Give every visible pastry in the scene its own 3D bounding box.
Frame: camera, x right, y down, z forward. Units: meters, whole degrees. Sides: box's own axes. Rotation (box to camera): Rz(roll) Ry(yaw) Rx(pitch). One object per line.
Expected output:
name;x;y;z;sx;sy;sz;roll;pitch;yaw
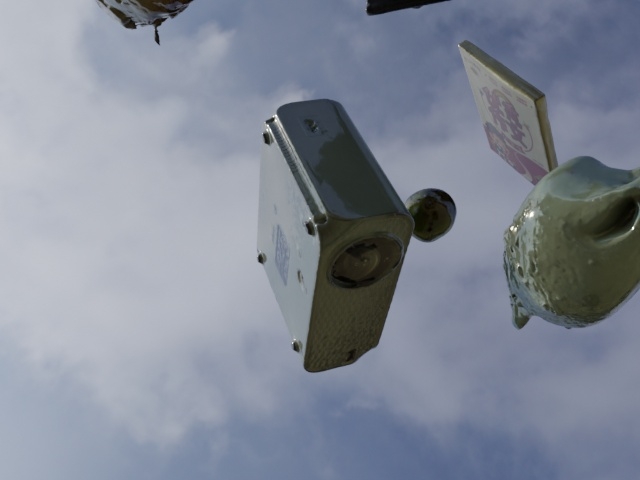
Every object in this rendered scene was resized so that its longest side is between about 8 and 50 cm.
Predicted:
pastry;-0.124;-0.240;0.538;0.081;0.153;0.153;33;-62;-30

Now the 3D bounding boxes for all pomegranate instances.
pomegranate;0.142;-0.035;0.868;0.073;0.084;0.073;4;-81;24

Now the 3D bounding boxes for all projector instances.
projector;0.000;0.000;0.763;0.108;0.198;0.251;-10;-41;-19

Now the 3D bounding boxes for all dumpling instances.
dumpling;0.205;-0.011;0.527;0.108;0.153;0.219;29;-37;0

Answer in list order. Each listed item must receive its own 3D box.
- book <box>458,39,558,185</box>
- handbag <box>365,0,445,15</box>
book;0.272;-0.162;0.946;0.022;0.162;0.232;-38;-39;0
handbag;0.160;-0.384;0.714;0.269;0.326;0.118;0;-34;39
